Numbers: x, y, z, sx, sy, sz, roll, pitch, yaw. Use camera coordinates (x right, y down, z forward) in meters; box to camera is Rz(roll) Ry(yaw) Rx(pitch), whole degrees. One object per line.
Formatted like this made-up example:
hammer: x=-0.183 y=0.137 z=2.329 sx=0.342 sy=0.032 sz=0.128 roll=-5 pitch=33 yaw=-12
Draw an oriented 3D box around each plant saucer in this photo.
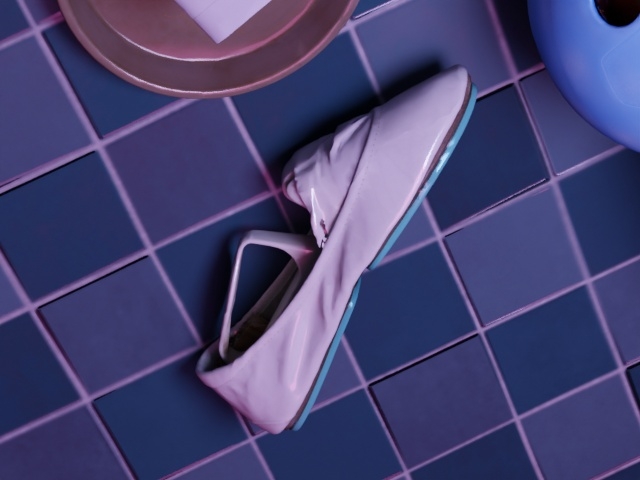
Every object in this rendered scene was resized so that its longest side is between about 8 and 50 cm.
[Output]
plant saucer: x=-0.091 y=-0.250 z=1.613 sx=0.278 sy=0.041 sz=0.278 roll=-8 pitch=123 yaw=-12

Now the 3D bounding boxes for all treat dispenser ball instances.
treat dispenser ball: x=0.318 y=-0.209 z=1.608 sx=0.288 sy=0.288 sz=0.288 roll=-7 pitch=122 yaw=-12

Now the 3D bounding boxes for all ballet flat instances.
ballet flat: x=0.000 y=0.000 z=1.751 sx=0.139 sy=0.139 sz=0.400 roll=17 pitch=115 yaw=-25

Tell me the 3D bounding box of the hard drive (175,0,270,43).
hard drive: x=-0.114 y=-0.323 z=1.473 sx=0.203 sy=0.040 sz=0.307 roll=-37 pitch=106 yaw=29
